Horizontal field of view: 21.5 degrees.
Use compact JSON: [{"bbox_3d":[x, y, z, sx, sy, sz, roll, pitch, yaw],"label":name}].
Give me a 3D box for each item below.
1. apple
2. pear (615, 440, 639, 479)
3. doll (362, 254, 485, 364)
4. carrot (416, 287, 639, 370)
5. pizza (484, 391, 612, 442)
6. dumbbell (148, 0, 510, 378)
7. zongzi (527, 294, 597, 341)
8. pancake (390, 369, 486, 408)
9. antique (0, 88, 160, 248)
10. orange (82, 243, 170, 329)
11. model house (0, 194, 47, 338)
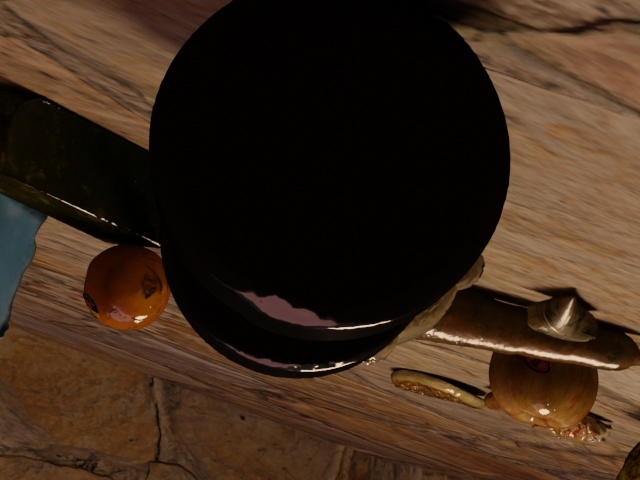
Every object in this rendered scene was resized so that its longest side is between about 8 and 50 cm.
[{"bbox_3d":[0.251,0.158,1.910,0.126,0.102,0.126,16,170,3],"label":"apple"},{"bbox_3d":[0.491,0.343,2.295,0.197,0.197,0.197,15,169,3],"label":"pear"},{"bbox_3d":[-0.003,0.000,1.495,0.278,0.175,0.149,17,135,44],"label":"doll"},{"bbox_3d":[0.179,0.087,1.772,0.342,0.070,0.070,10,169,2],"label":"carrot"},{"bbox_3d":[0.345,0.262,2.458,0.195,0.052,0.185,20,172,-24],"label":"pizza"},{"bbox_3d":[-0.005,-0.025,1.080,0.203,0.204,0.322,16,169,-1],"label":"dumbbell"},{"bbox_3d":[0.257,0.073,1.672,0.076,0.040,0.083,13,154,-25],"label":"zongzi"},{"bbox_3d":[0.182,0.230,2.587,0.158,0.028,0.158,17,172,3],"label":"pancake"},{"bbox_3d":[-0.228,-0.066,1.523,0.080,0.081,0.221,4,164,41],"label":"antique"},{"bbox_3d":[-0.180,0.043,1.572,0.083,0.084,0.083,15,169,3],"label":"orange"},{"bbox_3d":[-0.487,0.010,1.883,0.303,0.237,0.215,14,168,20],"label":"model house"}]
